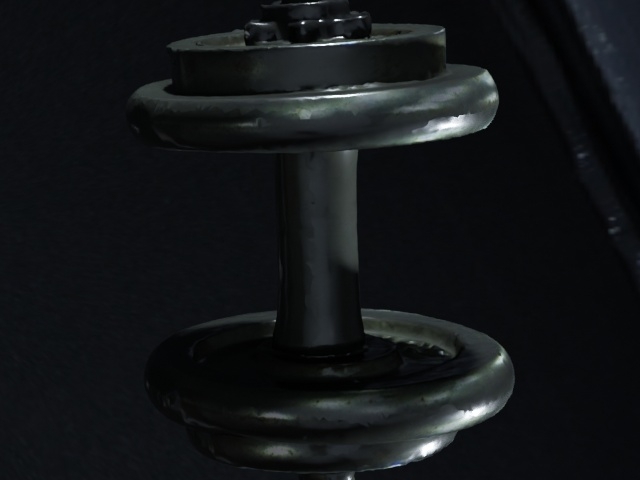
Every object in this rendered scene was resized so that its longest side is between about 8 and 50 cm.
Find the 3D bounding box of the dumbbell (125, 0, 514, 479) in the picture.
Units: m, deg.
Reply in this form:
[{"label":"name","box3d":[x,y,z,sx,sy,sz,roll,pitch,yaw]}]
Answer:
[{"label":"dumbbell","box3d":[0.000,0.000,0.771,0.192,0.192,0.290,-6,-80,-18]}]
